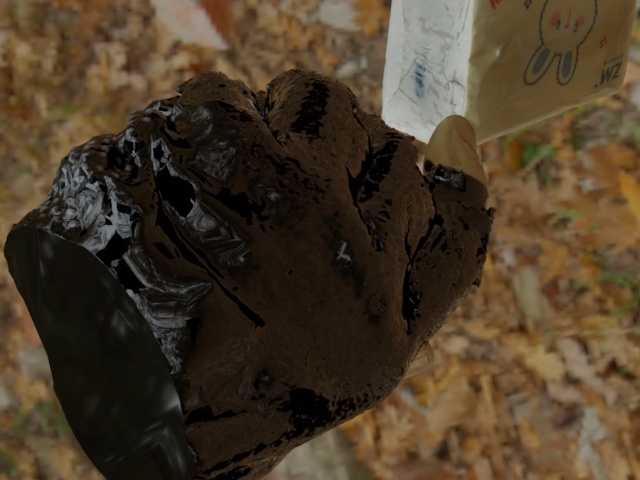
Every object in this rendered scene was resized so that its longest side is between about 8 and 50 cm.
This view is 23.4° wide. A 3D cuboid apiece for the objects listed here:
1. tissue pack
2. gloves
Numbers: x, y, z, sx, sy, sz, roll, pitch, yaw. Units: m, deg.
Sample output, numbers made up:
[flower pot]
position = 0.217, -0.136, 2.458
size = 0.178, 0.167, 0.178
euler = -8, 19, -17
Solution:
[tissue pack]
position = 0.143, -0.159, 1.123
size = 0.092, 0.196, 0.148
euler = 28, 127, 37
[gloves]
position = 0.000, -0.002, 0.487
size = 0.129, 0.181, 0.106
euler = 57, 147, -5
